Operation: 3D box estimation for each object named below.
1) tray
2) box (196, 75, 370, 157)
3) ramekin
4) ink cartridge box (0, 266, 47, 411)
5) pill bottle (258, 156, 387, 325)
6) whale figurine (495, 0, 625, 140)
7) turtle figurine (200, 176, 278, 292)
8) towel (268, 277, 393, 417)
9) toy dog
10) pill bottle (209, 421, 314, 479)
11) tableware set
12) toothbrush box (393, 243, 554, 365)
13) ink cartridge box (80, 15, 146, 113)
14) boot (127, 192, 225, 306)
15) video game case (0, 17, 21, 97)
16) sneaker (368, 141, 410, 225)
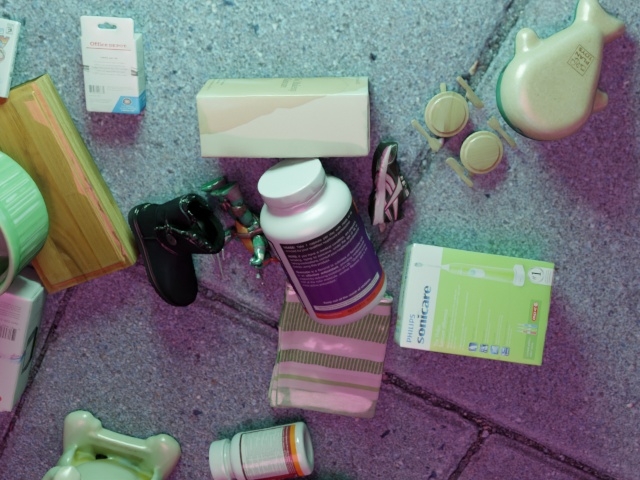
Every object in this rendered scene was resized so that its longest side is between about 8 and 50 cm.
[{"bbox_3d":[-0.550,-0.105,1.660,0.203,0.076,0.410,-18,113,12],"label":"tray"},{"bbox_3d":[-0.063,-0.231,1.535,0.311,0.148,0.121,-1,114,2],"label":"box"},{"bbox_3d":[-0.678,-0.042,1.584,0.304,0.148,0.303,10,122,16],"label":"ramekin"},{"bbox_3d":[-0.733,0.191,1.775,0.226,0.131,0.306,18,116,-6],"label":"ink cartridge box"},{"bbox_3d":[0.000,0.000,1.583,0.182,0.181,0.323,-17,126,11],"label":"pill bottle"},{"bbox_3d":[0.431,-0.309,1.495,0.216,0.141,0.272,35,87,-12],"label":"whale figurine"},{"bbox_3d":[-0.158,-0.011,1.661,0.175,0.118,0.234,2,122,48],"label":"turtle figurine"},{"bbox_3d":[0.021,0.244,1.806,0.248,0.038,0.324,7,115,-1],"label":"towel"},{"bbox_3d":[-0.530,0.637,1.815,0.285,0.408,0.395,26,113,-8],"label":"toy dog"},{"bbox_3d":[-0.134,0.492,1.883,0.221,0.121,0.121,-12,113,9],"label":"pill bottle"},{"bbox_3d":[0.273,-0.208,1.584,0.128,0.039,0.194,-43,112,8],"label":"tableware set"},{"bbox_3d":[0.304,0.127,1.649,0.283,0.122,0.206,7,88,-2],"label":"toothbrush box"},{"bbox_3d":[-0.389,-0.335,1.550,0.104,0.060,0.180,4,115,2],"label":"ink cartridge box"},{"bbox_3d":[-0.268,0.026,1.641,0.207,0.094,0.246,-3,115,46],"label":"boot"},{"bbox_3d":[-0.648,-0.353,1.543,0.157,0.019,0.143,13,95,8],"label":"video game case"},{"bbox_3d":[0.142,-0.115,1.627,0.077,0.072,0.178,0,123,-9],"label":"sneaker"}]
